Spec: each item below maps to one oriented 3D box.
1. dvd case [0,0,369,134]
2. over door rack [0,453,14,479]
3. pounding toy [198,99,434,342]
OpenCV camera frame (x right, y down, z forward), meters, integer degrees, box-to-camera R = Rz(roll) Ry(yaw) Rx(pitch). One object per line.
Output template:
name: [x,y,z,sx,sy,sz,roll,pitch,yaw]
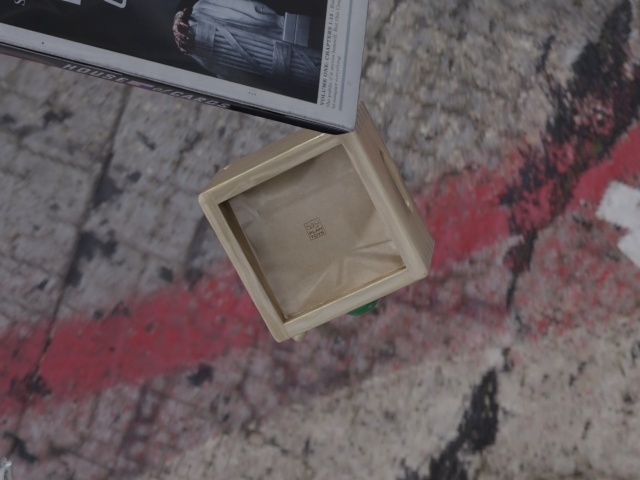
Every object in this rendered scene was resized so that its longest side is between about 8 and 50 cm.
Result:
dvd case: [-0.074,-0.166,0.701,0.239,0.029,0.179,11,82,-35]
over door rack: [-0.261,0.345,1.008,0.108,0.239,0.324,-9,124,0]
pounding toy: [0.000,0.000,0.879,0.130,0.100,0.141,-25,102,15]
